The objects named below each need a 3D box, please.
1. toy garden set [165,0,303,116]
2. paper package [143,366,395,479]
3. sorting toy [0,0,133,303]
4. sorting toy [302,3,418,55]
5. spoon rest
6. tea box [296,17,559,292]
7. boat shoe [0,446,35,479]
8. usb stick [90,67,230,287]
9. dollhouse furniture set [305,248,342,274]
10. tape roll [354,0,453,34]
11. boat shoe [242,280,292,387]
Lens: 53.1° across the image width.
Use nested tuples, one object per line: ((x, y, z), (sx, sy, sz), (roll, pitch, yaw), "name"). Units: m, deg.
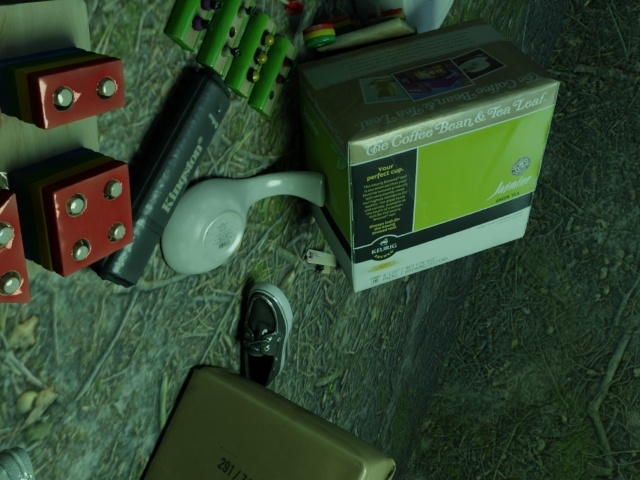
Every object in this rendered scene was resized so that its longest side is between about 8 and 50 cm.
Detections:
((-0.074, -0.294, 0.824), (0.244, 0.049, 0.203), (28, 83, -65), "toy garden set")
((-0.097, 0.399, 0.977), (0.309, 0.325, 0.168), (-65, 155, -7), "paper package")
((-0.274, -0.058, 0.543), (0.255, 0.089, 0.257), (-36, 140, -51), "sorting toy")
((0.074, -0.330, 1.001), (0.274, 0.132, 0.046), (-29, 107, -67), "sorting toy")
((-0.115, -0.041, 0.924), (0.276, 0.084, 0.137), (-26, 131, -39), "spoon rest")
((0.158, -0.136, 1.036), (0.329, 0.220, 0.323), (-17, 138, -12), "tea box")
((-0.338, 0.371, 0.711), (0.103, 0.118, 0.320), (-36, 132, -44), "boat shoe")
((-0.186, -0.075, 0.764), (0.278, 0.045, 0.077), (-65, 155, -12), "usb stick")
((0.000, 0.000, 1.254), (0.081, 0.091, 0.114), (12, 71, -26), "dollhouse furniture set")
((0.162, -0.498, 1.101), (0.286, 0.100, 0.286), (-44, 145, -44), "tape roll")
((-0.102, 0.173, 1.092), (0.076, 0.080, 0.228), (-57, 162, -47), "boat shoe")
